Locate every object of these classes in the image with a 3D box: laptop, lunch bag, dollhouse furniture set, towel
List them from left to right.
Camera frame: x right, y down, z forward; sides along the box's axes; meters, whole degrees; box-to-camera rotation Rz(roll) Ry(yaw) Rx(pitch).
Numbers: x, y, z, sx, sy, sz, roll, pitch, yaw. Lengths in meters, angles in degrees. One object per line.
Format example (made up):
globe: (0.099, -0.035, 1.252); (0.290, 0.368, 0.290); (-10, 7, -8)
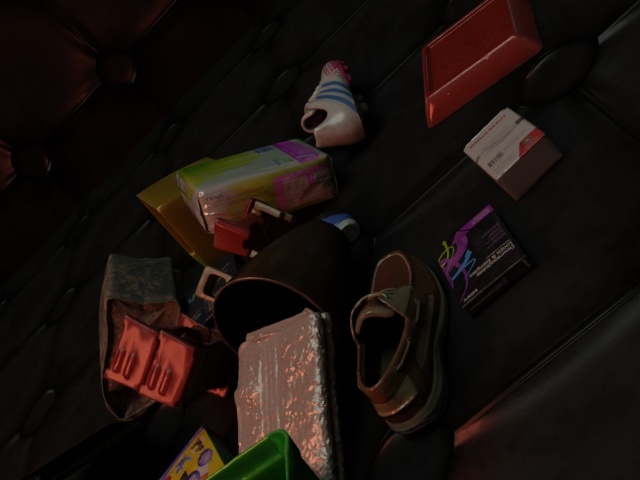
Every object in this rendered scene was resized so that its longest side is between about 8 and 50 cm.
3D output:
laptop: (-0.477, 0.543, 1.535); (0.408, 0.236, 0.382); (-31, 1, -25)
lunch bag: (-0.384, 0.205, 1.747); (0.235, 0.169, 0.287); (-121, 38, -66)
dollhouse furniture set: (-0.205, 0.091, 1.456); (0.152, 0.201, 0.374); (21, 91, 20)
towel: (-0.049, 0.252, 1.216); (0.187, 0.049, 0.282); (-27, 59, 39)

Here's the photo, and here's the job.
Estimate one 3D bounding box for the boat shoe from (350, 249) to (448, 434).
boat shoe: (0.107, 0.117, 1.178); (0.123, 0.116, 0.324); (-37, 29, 24)

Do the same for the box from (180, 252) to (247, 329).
box: (-0.189, 0.130, 1.644); (0.156, 0.093, 0.158); (-44, 28, 10)

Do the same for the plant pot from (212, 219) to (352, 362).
plant pot: (-0.033, 0.075, 1.387); (0.215, 0.215, 0.230); (-27, 22, 39)

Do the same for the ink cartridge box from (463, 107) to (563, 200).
ink cartridge box: (0.295, -0.135, 1.279); (0.099, 0.056, 0.135); (-45, 28, 10)

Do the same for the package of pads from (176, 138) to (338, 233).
package of pads: (-0.132, -0.118, 1.725); (0.296, 0.101, 0.229); (-18, 22, -14)

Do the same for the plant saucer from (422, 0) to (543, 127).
plant saucer: (0.292, -0.369, 1.598); (0.259, 0.048, 0.258); (-35, 30, 30)

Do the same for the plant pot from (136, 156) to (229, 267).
plant pot: (-0.270, -0.076, 1.927); (0.187, 0.212, 0.212); (-44, 25, -10)

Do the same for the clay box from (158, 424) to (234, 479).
clay box: (-0.184, 0.405, 1.330); (0.127, 0.053, 0.222); (-52, 26, -3)

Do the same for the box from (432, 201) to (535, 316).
box: (0.233, 0.025, 1.202); (0.116, 0.029, 0.162); (-43, 29, 14)

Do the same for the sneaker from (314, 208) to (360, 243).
sneaker: (0.001, 0.001, 1.554); (0.152, 0.058, 0.084); (-42, 33, 7)

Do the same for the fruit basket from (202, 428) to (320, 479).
fruit basket: (-0.180, 0.400, 0.986); (0.392, 0.392, 0.283); (-39, 29, 22)

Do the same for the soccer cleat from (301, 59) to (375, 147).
soccer cleat: (0.016, -0.305, 1.825); (0.143, 0.116, 0.331); (-18, 32, 1)
